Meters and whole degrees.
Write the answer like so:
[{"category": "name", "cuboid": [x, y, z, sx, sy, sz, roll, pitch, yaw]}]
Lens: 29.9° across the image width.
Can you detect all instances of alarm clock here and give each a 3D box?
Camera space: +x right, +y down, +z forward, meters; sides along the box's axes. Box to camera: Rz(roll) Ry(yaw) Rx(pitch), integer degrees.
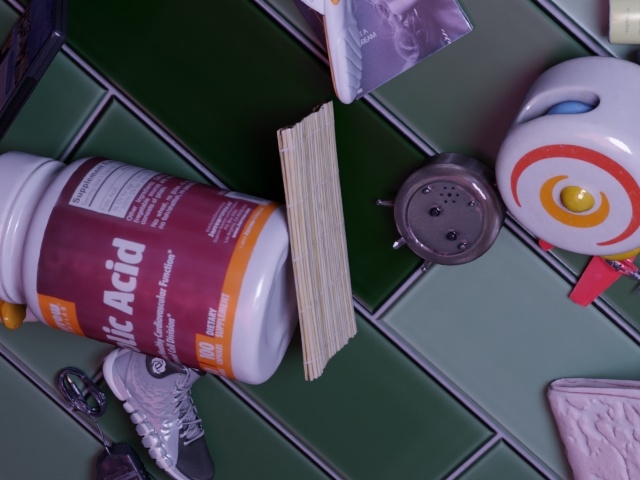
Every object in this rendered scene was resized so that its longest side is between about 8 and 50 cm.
[{"category": "alarm clock", "cuboid": [0.168, -0.045, 1.415, 0.192, 0.064, 0.129, -32, 98, 23]}]

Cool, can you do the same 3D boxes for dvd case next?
[{"category": "dvd case", "cuboid": [0.050, -0.295, 1.376, 0.164, 0.018, 0.221, -29, 100, 26]}, {"category": "dvd case", "cuboid": [-0.377, -0.204, 1.472, 0.022, 0.180, 0.253, 25, 121, -28]}]

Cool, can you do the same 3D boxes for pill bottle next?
[{"category": "pill bottle", "cuboid": [-0.225, 0.023, 1.477, 0.392, 0.224, 0.224, 14, 115, 12]}]

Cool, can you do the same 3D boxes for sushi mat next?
[{"category": "sushi mat", "cuboid": [0.000, 0.000, 1.435, 0.019, 0.151, 0.316, 2, 111, 21]}]

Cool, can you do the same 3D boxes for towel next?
[{"category": "towel", "cuboid": [0.407, 0.322, 1.366, 0.317, 0.053, 0.332, -8, 101, 63]}]

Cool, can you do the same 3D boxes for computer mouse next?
[{"category": "computer mouse", "cuboid": [-0.306, 0.288, 1.720, 0.071, 0.041, 0.242, -23, 96, 16]}]

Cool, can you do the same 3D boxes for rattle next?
[{"category": "rattle", "cuboid": [-0.481, 0.071, 1.634, 0.200, 0.143, 0.130, 16, 134, 5]}]

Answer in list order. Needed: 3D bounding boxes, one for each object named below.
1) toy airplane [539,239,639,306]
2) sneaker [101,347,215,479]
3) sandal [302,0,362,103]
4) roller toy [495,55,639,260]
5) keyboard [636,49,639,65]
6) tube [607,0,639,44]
[{"category": "toy airplane", "cuboid": [0.324, 0.008, 1.401, 0.151, 0.028, 0.151, 6, 111, 15]}, {"category": "sneaker", "cuboid": [-0.188, 0.224, 1.626, 0.132, 0.086, 0.228, -33, 97, 24]}, {"category": "sandal", "cuboid": [-0.007, -0.278, 1.333, 0.076, 0.102, 0.265, 0, 113, 15]}, {"category": "roller toy", "cuboid": [0.290, -0.083, 1.280, 0.191, 0.146, 0.209, 27, 143, 6]}, {"category": "keyboard", "cuboid": [0.486, -0.205, 1.218, 0.317, 0.033, 0.201, -11, 134, 21]}, {"category": "tube", "cuboid": [0.425, -0.241, 1.254, 0.240, 0.062, 0.070, 1, 156, 13]}]
